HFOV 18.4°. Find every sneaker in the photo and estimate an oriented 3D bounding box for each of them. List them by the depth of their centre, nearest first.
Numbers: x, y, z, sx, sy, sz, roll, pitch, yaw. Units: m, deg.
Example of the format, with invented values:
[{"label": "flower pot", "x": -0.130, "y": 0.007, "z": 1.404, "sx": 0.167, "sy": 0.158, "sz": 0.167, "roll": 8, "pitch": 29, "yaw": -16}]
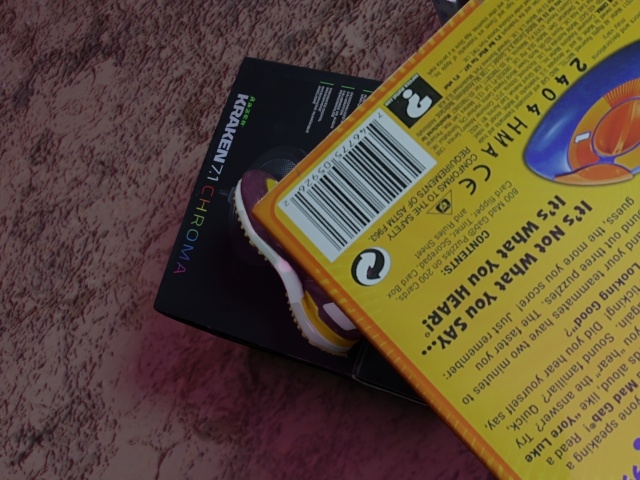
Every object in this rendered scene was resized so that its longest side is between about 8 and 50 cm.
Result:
[{"label": "sneaker", "x": 0.000, "y": 0.000, "z": 1.569, "sx": 0.084, "sy": 0.069, "sz": 0.185, "roll": -46, "pitch": 57, "yaw": 24}]

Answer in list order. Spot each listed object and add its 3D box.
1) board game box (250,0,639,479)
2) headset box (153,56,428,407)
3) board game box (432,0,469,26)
[{"label": "board game box", "x": 0.250, "y": 0.038, "z": 1.284, "sx": 0.356, "sy": 0.356, "sz": 0.356, "roll": -43, "pitch": 51, "yaw": 0}, {"label": "headset box", "x": 0.026, "y": -0.007, "z": 1.687, "sx": 0.283, "sy": 0.131, "sz": 0.246, "roll": 17, "pitch": 85, "yaw": 46}, {"label": "board game box", "x": 0.149, "y": -0.216, "z": 1.794, "sx": 0.026, "sy": 0.154, "sz": 0.103, "roll": 21, "pitch": 70, "yaw": 26}]
